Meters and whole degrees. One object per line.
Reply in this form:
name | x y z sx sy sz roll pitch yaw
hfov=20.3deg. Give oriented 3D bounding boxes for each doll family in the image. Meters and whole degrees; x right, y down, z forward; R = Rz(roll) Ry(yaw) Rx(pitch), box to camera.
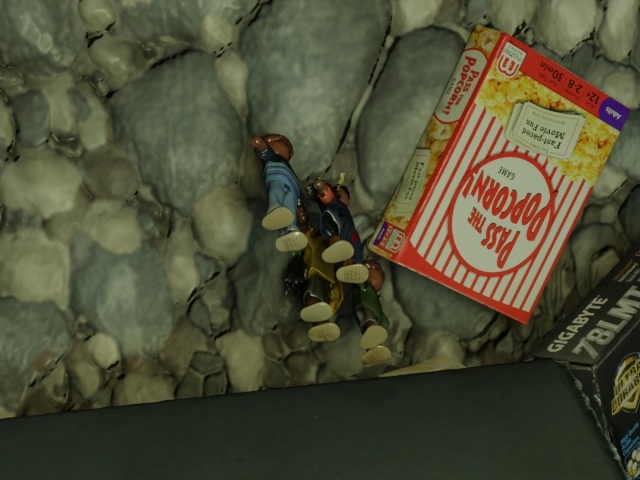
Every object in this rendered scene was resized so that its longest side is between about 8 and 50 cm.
doll family | 0.000 0.000 1.293 0.076 0.111 0.193 -10 128 7

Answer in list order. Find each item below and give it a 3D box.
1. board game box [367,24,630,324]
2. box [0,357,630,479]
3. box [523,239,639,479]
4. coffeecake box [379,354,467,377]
board game box | 0.141 -0.049 1.395 0.147 0.045 0.193 25 92 -34
box | -0.039 0.365 1.159 0.480 0.297 0.472 -6 114 -6
box | 0.291 0.151 1.470 0.295 0.073 0.293 -41 123 -43
coffeecake box | 0.125 0.188 1.374 0.068 0.185 0.142 -15 113 -26
